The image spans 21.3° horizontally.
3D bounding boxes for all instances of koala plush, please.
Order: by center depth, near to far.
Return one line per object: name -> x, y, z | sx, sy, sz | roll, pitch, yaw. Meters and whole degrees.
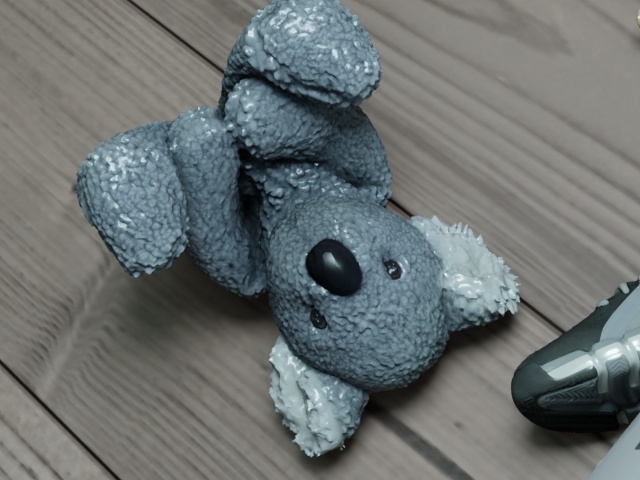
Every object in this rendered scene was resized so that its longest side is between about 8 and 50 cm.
koala plush -> 0.000, 0.000, 1.030 | 0.196, 0.203, 0.221 | -41, 81, -2

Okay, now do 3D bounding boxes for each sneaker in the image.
sneaker -> 0.207, 0.022, 0.984 | 0.229, 0.086, 0.132 | -17, 56, 0

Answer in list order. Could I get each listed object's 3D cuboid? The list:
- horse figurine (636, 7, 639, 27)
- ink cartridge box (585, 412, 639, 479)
horse figurine -> 0.238, -0.252, 1.103 | 0.174, 0.066, 0.263 | -32, 62, 10
ink cartridge box -> 0.259, 0.129, 0.805 | 0.198, 0.197, 0.270 | 41, 83, 1
